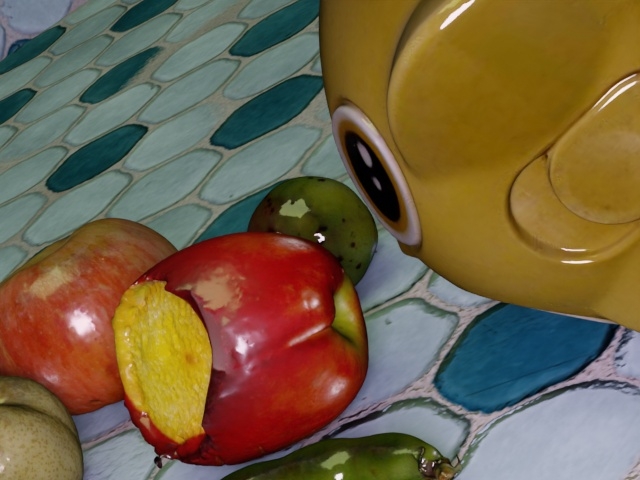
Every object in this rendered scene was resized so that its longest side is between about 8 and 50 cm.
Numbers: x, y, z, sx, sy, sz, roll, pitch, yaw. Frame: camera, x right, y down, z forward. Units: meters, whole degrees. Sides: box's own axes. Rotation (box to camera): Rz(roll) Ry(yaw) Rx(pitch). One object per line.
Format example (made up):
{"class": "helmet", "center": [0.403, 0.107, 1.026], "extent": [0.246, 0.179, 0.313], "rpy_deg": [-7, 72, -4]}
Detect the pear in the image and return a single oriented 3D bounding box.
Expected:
{"class": "pear", "center": [-0.288, 0.195, 1.609], "extent": [0.167, 0.137, 0.167], "rpy_deg": [-22, 23, 10]}

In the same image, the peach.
{"class": "peach", "center": [-0.078, 0.091, 1.477], "extent": [0.226, 0.190, 0.196], "rpy_deg": [-18, 34, 17]}

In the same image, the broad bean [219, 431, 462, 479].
{"class": "broad bean", "center": [-0.002, 0.180, 1.369], "extent": [0.254, 0.046, 0.065], "rpy_deg": [-17, 38, 31]}

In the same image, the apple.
{"class": "apple", "center": [-0.216, 0.075, 1.750], "extent": [0.209, 0.164, 0.209], "rpy_deg": [-31, 9, 5]}

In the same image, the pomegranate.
{"class": "pomegranate", "center": [-0.005, 0.003, 1.694], "extent": [0.130, 0.130, 0.130], "rpy_deg": [-27, 21, 11]}

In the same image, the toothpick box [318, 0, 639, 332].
{"class": "toothpick box", "center": [0.195, -0.145, 1.329], "extent": [0.409, 0.409, 0.425], "rpy_deg": [-25, 27, 17]}
